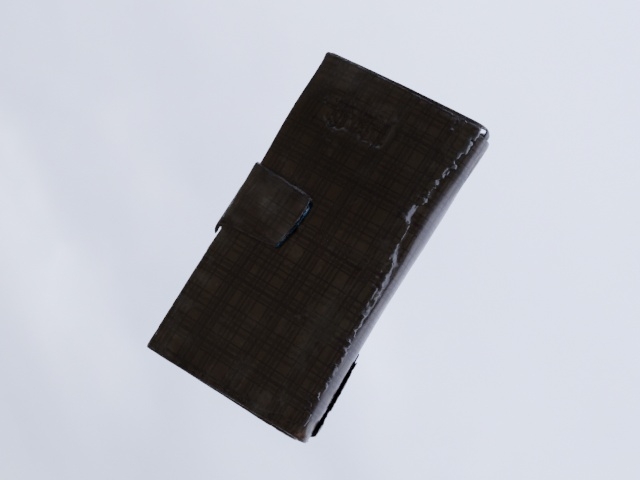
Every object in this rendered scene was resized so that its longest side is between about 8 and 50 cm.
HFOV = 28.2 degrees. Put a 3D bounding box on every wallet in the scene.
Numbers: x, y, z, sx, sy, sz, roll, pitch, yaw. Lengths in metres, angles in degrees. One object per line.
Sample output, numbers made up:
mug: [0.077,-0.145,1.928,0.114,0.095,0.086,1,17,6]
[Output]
wallet: [0.000,0.000,0.801,0.124,0.230,0.042,29,-8,15]
